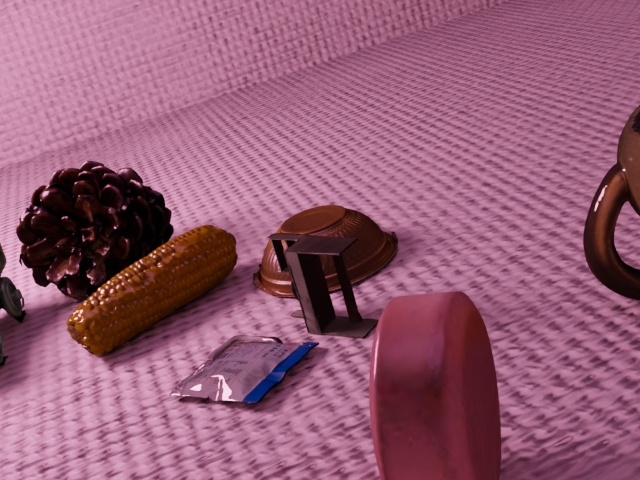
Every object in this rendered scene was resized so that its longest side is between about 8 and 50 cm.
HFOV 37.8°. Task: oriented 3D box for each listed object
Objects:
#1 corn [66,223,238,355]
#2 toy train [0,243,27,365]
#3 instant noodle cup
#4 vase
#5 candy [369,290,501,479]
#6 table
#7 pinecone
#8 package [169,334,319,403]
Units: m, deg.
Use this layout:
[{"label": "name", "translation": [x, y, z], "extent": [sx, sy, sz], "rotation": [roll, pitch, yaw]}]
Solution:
[{"label": "corn", "translation": [-0.287, 0.079, 1.652], "extent": [0.120, 0.120, 0.363], "rotation": [6, 32, 43]}, {"label": "toy train", "translation": [-0.650, 0.101, 1.686], "extent": [0.150, 0.237, 0.369], "rotation": [-15, 22, -4]}, {"label": "instant noodle cup", "translation": [0.000, 0.000, 1.679], "extent": [0.274, 0.090, 0.274], "rotation": [-14, 21, 5]}, {"label": "vase", "translation": [0.505, -0.041, 1.233], "extent": [0.329, 0.302, 0.241], "rotation": [-31, 19, 11]}, {"label": "candy", "translation": [0.125, 0.178, 0.969], "extent": [0.095, 0.255, 0.255], "rotation": [-7, 23, 19]}, {"label": "table", "translation": [-0.008, 0.068, 1.439], "extent": [0.175, 0.146, 0.062], "rotation": [2, 28, 38]}, {"label": "pinecone", "translation": [-0.457, -0.026, 1.853], "extent": [0.299, 0.242, 0.296], "rotation": [-7, 20, 6]}, {"label": "package", "translation": [-0.112, 0.188, 1.385], "extent": [0.173, 0.027, 0.171], "rotation": [1, 24, 35]}]
